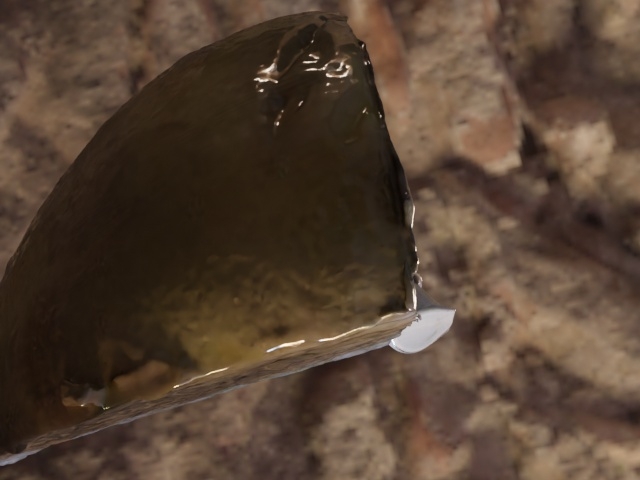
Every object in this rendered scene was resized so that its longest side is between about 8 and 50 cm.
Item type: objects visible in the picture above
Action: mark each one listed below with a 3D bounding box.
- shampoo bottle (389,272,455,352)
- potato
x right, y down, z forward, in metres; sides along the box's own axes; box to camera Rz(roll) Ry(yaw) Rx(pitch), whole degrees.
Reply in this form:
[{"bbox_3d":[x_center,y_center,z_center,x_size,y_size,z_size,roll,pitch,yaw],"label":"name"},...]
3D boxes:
[{"bbox_3d":[0.000,0.000,1.004,0.192,0.074,0.074,45,-176,33],"label":"shampoo bottle"},{"bbox_3d":[-0.088,-0.009,0.844,0.211,0.264,0.189,69,-176,-84],"label":"potato"}]
